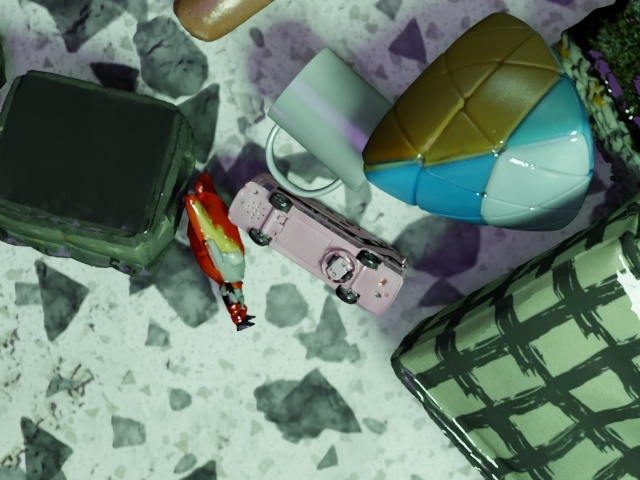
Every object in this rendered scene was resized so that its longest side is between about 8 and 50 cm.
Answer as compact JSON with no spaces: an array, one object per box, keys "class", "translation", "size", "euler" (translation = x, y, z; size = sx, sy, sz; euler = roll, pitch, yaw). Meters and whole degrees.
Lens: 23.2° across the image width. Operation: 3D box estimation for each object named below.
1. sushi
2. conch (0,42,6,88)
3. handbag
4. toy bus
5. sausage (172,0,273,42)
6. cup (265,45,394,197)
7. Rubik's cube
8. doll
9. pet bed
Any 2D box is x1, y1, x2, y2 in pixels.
[{"class":"sushi","translation":[0.333,-0.141,1.588],"size":[0.126,0.136,0.225],"euler":[-25,94,-9]},{"class":"conch","translation":[-0.443,-0.234,1.710],"size":[0.175,0.122,0.188],"euler":[-10,100,-10]},{"class":"handbag","translation":[0.293,0.158,1.599],"size":[0.325,0.162,0.327],"euler":[-32,97,35]},{"class":"toy bus","translation":[0.000,0.000,1.691],"size":[0.203,0.090,0.063],"euler":[33,109,3]},{"class":"sausage","translation":[-0.008,-0.310,1.647],"size":[0.326,0.079,0.087],"euler":[-26,84,11]},{"class":"cup","translation":[0.012,-0.118,1.673],"size":[0.133,0.099,0.136],"euler":[41,129,0]},{"class":"Rubik's cube","translation":[0.197,-0.116,1.624],"size":[0.254,0.254,0.254],"euler":[1,100,9]},{"class":"doll","translation":[-0.112,0.016,1.711],"size":[0.057,0.109,0.169],"euler":[-10,105,8]},{"class":"pet bed","translation":[-0.246,-0.067,1.696],"size":[0.210,0.159,0.183],"euler":[12,75,5]}]
